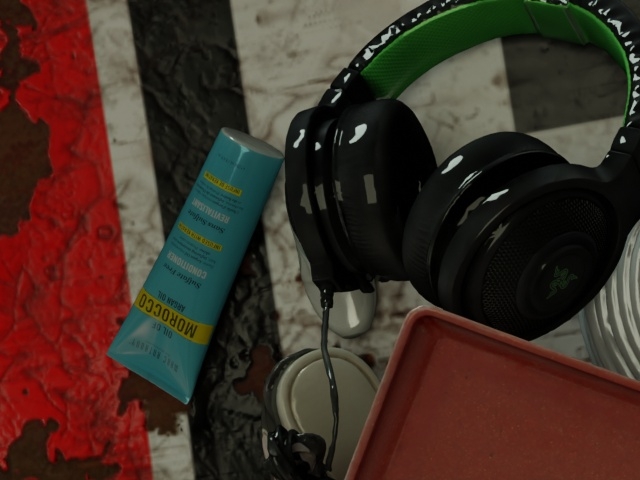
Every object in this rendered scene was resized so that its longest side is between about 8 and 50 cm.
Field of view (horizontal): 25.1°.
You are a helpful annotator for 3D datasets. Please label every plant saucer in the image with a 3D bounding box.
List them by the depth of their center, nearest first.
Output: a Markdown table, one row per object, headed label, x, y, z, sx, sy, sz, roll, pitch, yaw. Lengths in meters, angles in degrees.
| label | x | y | z | sx | sy | sz | roll | pitch | yaw |
| --- | --- | --- | --- | --- | --- | --- | --- | --- | --- |
| plant saucer | 0.133 | 0.189 | 0.850 | 0.258 | 0.048 | 0.259 | 20 | 105 | 2 |

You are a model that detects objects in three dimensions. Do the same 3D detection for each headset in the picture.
| label | x | y | z | sx | sy | sz | roll | pitch | yaw |
| --- | --- | --- | --- | --- | --- | --- | --- | --- | --- |
| headset | 0.083 | 0.002 | 0.961 | 0.243 | 0.185 | 0.394 | 18 | 65 | 38 |

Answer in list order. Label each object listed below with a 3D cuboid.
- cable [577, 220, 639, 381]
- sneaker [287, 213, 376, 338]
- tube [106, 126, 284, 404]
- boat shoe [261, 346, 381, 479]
| label | x | y | z | sx | sy | sz | roll | pitch | yaw |
| --- | --- | --- | --- | --- | --- | --- | --- | --- | --- |
| cable | 0.297 | 0.034 | 0.956 | 0.257 | 0.089 | 0.257 | 19 | 94 | 16 |
| sneaker | 0.000 | 0.000 | 1.061 | 0.054 | 0.061 | 0.152 | -17 | 86 | 14 |
| tube | -0.093 | 0.017 | 1.099 | 0.080 | 0.052 | 0.207 | 31 | 104 | 25 |
| boat shoe | 0.054 | 0.232 | 1.036 | 0.112 | 0.095 | 0.335 | -24 | 85 | -21 |
